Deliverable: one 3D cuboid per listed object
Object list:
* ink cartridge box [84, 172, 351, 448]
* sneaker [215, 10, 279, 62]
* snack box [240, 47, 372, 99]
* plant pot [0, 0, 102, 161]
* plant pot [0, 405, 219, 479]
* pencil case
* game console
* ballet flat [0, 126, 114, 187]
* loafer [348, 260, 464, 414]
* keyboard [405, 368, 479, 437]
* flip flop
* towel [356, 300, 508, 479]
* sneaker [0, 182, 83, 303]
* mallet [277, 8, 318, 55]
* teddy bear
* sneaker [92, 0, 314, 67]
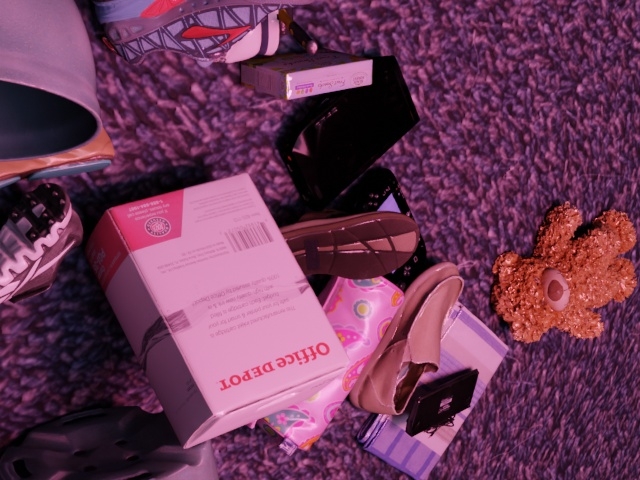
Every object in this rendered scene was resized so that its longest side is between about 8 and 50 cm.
[{"bbox_3d":[-0.127,0.081,1.435,0.207,0.283,0.117,-17,160,-36],"label":"ink cartridge box"},{"bbox_3d":[-0.108,-0.328,1.425,0.095,0.090,0.235,-12,111,-17],"label":"sneaker"},{"bbox_3d":[-0.018,-0.216,1.534,0.141,0.100,0.037,-16,117,-37],"label":"snack box"},{"bbox_3d":[-0.358,-0.206,1.144,0.293,0.293,0.196,8,75,-43],"label":"plant pot"},{"bbox_3d":[-0.243,0.402,1.459,0.341,0.341,0.334,-15,109,-36],"label":"plant pot"},{"bbox_3d":[0.002,0.162,1.695,0.284,0.124,0.124,-56,134,-6],"label":"pencil case"},{"bbox_3d":[0.081,-0.077,1.720,0.213,0.044,0.361,-43,131,-20],"label":"game console"},{"bbox_3d":[-0.343,-0.093,1.333,0.232,0.080,0.073,-19,91,-38],"label":"ballet flat"},{"bbox_3d":[0.150,0.158,1.834,0.268,0.092,0.102,-58,147,-1],"label":"loafer"},{"bbox_3d":[0.185,0.264,1.911,0.192,0.038,0.100,-12,121,-51],"label":"keyboard"},{"bbox_3d":[0.000,0.000,1.623,0.277,0.080,0.112,-9,132,-8],"label":"flip flop"},{"bbox_3d":[0.189,0.248,1.957,0.285,0.034,0.209,-57,136,-5],"label":"towel"},{"bbox_3d":[-0.359,0.041,1.354,0.234,0.078,0.106,-42,151,-6],"label":"sneaker"},{"bbox_3d":[-0.035,-0.253,1.454,0.039,0.189,0.062,-8,125,-13],"label":"mallet"},{"bbox_3d":[0.444,0.060,2.050,0.338,0.113,0.245,3,103,-42],"label":"teddy bear"},{"bbox_3d":[-0.124,-0.266,1.377,0.262,0.104,0.125,-6,129,3],"label":"sneaker"}]
